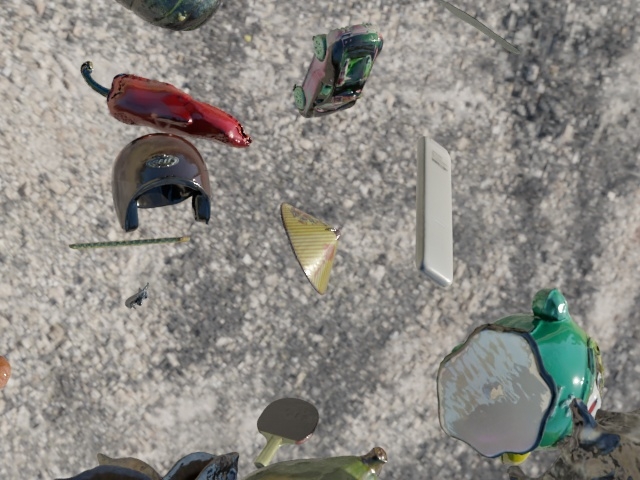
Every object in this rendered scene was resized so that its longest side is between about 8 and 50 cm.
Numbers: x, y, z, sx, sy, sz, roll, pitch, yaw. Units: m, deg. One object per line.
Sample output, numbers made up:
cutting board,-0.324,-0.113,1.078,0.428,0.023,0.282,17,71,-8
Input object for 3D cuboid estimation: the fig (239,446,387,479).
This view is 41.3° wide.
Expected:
fig,-0.012,0.332,0.954,0.245,0.195,0.195,-34,127,-29

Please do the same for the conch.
conch,0.332,0.281,0.824,0.186,0.313,0.241,28,61,-54

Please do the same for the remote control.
remote control,0.164,-0.047,1.243,0.067,0.029,0.261,33,44,-29

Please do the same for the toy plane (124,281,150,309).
toy plane,-0.383,0.122,1.769,0.031,0.083,0.078,40,41,-10

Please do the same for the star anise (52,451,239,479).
star anise,-0.125,0.257,0.739,0.212,0.197,0.073,8,116,-26

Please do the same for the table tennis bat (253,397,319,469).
table tennis bat,-0.057,0.279,1.240,0.156,0.087,0.013,-49,150,-55

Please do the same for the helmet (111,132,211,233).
helmet,-0.312,-0.113,1.654,0.189,0.216,0.193,-9,87,-18

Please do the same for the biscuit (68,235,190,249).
biscuit,-0.394,0.004,1.771,0.231,0.139,0.016,-4,90,-2

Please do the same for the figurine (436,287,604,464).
figurine,0.333,0.228,1.380,0.340,0.231,0.324,11,101,-59

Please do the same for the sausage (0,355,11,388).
sausage,-0.698,0.238,1.692,0.077,0.194,0.077,-51,155,-34

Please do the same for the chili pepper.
chili pepper,-0.322,-0.271,1.752,0.110,0.387,0.110,18,90,-86

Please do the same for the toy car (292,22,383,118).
toy car,0.020,-0.168,0.875,0.069,0.055,0.142,-16,158,-24

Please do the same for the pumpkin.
pumpkin,-0.261,-0.443,1.401,0.220,0.220,0.162,23,109,-42

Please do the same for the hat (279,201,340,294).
hat,0.000,0.000,1.599,0.082,0.193,0.193,-25,129,8

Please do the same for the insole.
insole,0.240,-0.319,1.272,0.152,0.053,0.002,27,96,-23
